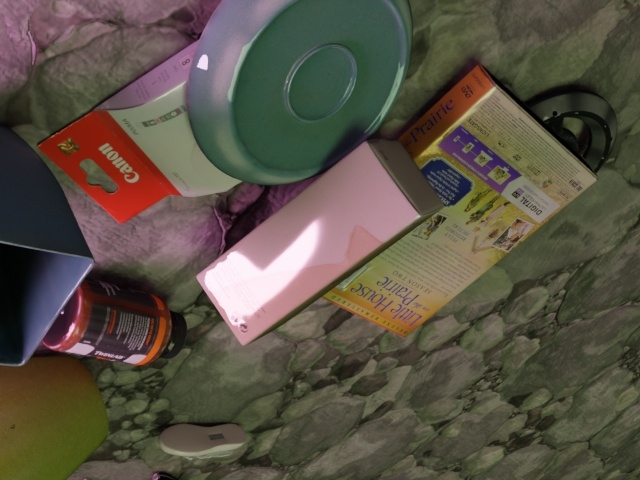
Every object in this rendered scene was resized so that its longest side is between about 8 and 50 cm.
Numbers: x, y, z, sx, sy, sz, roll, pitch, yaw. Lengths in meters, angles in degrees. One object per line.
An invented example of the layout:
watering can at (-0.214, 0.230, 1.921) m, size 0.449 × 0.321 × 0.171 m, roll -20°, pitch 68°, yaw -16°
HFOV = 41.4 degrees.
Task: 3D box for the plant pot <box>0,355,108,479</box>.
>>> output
plant pot at (-0.454, 0.274, 1.161) m, size 0.293 × 0.275 × 0.275 m, roll -23°, pitch 145°, yaw -36°

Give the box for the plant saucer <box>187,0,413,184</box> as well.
plant saucer at (-0.007, -0.193, 1.006) m, size 0.317 × 0.044 × 0.318 m, roll -24°, pitch 137°, yaw -24°

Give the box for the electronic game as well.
electronic game at (0.365, -0.141, 1.350) m, size 0.229 × 0.048 × 0.229 m, roll -11°, pitch 136°, yaw -11°

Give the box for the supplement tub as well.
supplement tub at (-0.283, 0.117, 1.185) m, size 0.198 × 0.106 × 0.106 m, roll 21°, pitch 121°, yaw -45°

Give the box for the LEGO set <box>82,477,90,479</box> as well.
LEGO set at (-0.410, 0.539, 1.601) m, size 0.093 × 0.087 × 0.227 m, roll -31°, pitch 141°, yaw 2°

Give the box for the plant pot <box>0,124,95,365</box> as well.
plant pot at (-0.368, -0.020, 0.867) m, size 0.165 × 0.234 × 0.165 m, roll 14°, pitch 125°, yaw -43°

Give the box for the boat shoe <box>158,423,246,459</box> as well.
boat shoe at (-0.224, 0.375, 1.559) m, size 0.184 × 0.066 × 0.063 m, roll 2°, pitch 133°, yaw -47°

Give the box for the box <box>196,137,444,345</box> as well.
box at (0.000, 0.000, 1.152) m, size 0.311 × 0.121 × 0.148 m, roll -37°, pitch 173°, yaw 23°

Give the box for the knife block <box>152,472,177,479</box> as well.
knife block at (-0.273, 0.547, 1.717) m, size 0.088 × 0.242 × 0.276 m, roll -30°, pitch -173°, yaw 3°

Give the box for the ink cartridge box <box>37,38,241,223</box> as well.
ink cartridge box at (-0.187, -0.110, 1.031) m, size 0.232 × 0.066 × 0.189 m, roll -35°, pitch 143°, yaw 1°

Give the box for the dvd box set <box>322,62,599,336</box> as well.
dvd box set at (0.181, -0.037, 1.301) m, size 0.307 × 0.062 × 0.420 m, roll 28°, pitch 118°, yaw -39°
